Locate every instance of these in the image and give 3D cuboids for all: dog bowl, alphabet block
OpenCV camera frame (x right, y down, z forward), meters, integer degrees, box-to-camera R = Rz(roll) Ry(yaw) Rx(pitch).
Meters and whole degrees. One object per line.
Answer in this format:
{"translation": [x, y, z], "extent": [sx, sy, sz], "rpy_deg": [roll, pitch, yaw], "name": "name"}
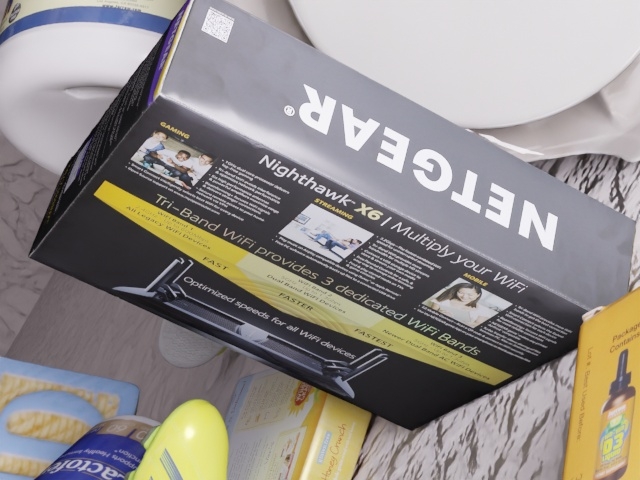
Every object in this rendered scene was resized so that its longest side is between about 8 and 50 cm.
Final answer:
{"translation": [0.099, -0.198, 0.826], "extent": [0.349, 0.349, 0.102], "rpy_deg": [-56, 5, 23], "name": "dog bowl"}
{"translation": [-0.319, 0.277, 1.501], "extent": [0.193, 0.192, 0.197], "rpy_deg": [-82, 6, -51], "name": "alphabet block"}

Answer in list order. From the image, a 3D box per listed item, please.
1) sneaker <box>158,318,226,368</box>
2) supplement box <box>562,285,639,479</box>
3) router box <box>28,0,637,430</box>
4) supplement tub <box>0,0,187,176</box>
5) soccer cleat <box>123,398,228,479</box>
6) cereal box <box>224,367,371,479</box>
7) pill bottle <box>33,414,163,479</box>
{"translation": [-0.101, 0.037, 1.510], "extent": [0.240, 0.091, 0.126], "rpy_deg": [-56, 4, -1], "name": "sneaker"}
{"translation": [0.154, 0.128, 0.589], "extent": [0.078, 0.080, 0.233], "rpy_deg": [-41, 29, 50], "name": "supplement box"}
{"translation": [0.000, 0.000, 0.837], "extent": [0.243, 0.309, 0.081], "rpy_deg": [-38, 31, 54], "name": "router box"}
{"translation": [-0.125, -0.219, 1.089], "extent": [0.235, 0.235, 0.325], "rpy_deg": [-35, 41, 58], "name": "supplement tub"}
{"translation": [-0.108, 0.273, 1.066], "extent": [0.121, 0.093, 0.289], "rpy_deg": [19, 98, 36], "name": "soccer cleat"}
{"translation": [-0.037, 0.188, 1.120], "extent": [0.240, 0.047, 0.173], "rpy_deg": [-28, 40, 64], "name": "cereal box"}
{"translation": [-0.218, 0.281, 1.187], "extent": [0.153, 0.153, 0.265], "rpy_deg": [-53, -5, 31], "name": "pill bottle"}
